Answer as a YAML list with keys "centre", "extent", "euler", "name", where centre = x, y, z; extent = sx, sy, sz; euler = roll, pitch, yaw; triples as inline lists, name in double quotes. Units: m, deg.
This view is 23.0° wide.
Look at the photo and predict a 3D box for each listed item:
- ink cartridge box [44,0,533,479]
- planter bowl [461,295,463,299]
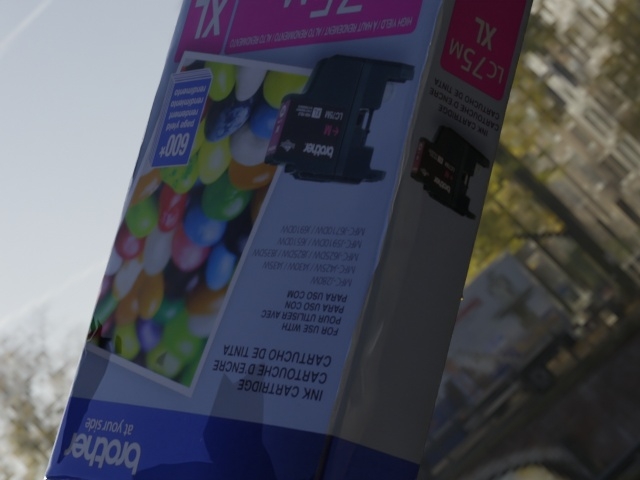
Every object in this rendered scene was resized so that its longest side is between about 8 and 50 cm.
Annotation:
- centre: [-0.022, 0.019, 0.683]
  extent: [0.186, 0.065, 0.311]
  euler: [1, 74, 48]
  name: "ink cartridge box"
- centre: [0.000, 0.000, 1.197]
  extent: [0.090, 0.217, 0.217]
  euler: [-46, -6, -3]
  name: "planter bowl"
